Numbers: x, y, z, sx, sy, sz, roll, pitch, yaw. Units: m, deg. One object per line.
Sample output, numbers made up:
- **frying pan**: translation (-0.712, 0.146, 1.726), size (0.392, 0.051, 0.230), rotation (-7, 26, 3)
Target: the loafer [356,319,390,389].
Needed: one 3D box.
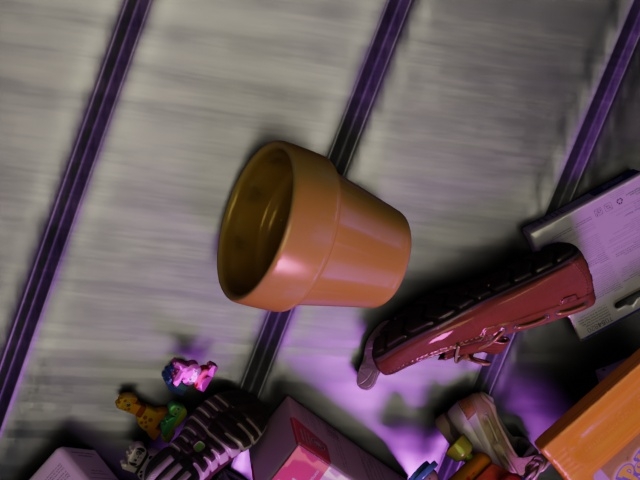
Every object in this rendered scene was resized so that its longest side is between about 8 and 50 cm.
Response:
- **loafer**: translation (0.096, 0.194, 1.774), size (0.045, 0.039, 0.125), rotation (23, 83, 15)

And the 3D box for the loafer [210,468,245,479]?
- **loafer**: translation (-0.090, 0.461, 1.779), size (0.223, 0.076, 0.078), rotation (30, 104, -9)

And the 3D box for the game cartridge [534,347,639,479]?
- **game cartridge**: translation (0.552, 0.354, 1.722), size (0.285, 0.052, 0.323), rotation (-42, 107, 0)

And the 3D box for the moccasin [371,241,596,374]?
- **moccasin**: translation (0.267, 0.135, 1.718), size (0.380, 0.139, 0.147), rotation (-24, 107, -7)

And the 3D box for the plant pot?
- **plant pot**: translation (0.000, 0.000, 1.623), size (0.239, 0.254, 0.254), rotation (17, 99, -26)

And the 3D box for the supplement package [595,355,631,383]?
- **supplement package**: translation (0.594, 0.326, 1.822), size (0.139, 0.134, 0.244), rotation (-22, 104, -4)

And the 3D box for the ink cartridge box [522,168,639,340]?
- **ink cartridge box**: translation (0.488, 0.025, 1.789), size (0.223, 0.045, 0.224), rotation (-28, 105, -1)

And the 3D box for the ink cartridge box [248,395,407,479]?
- **ink cartridge box**: translation (0.030, 0.407, 1.718), size (0.283, 0.207, 0.117), rotation (37, 95, -13)

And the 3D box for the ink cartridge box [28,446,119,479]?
- **ink cartridge box**: translation (-0.370, 0.493, 1.655), size (0.198, 0.115, 0.273), rotation (-47, 66, 3)

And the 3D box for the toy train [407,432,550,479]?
- **toy train**: translation (0.267, 0.372, 1.723), size (0.248, 0.105, 0.143), rotation (-39, 75, -22)

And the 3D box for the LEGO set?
- **LEGO set**: translation (-0.273, 0.266, 1.704), size (0.093, 0.087, 0.227), rotation (28, 97, -28)

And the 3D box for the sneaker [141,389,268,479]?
- **sneaker**: translation (-0.209, 0.358, 1.699), size (0.106, 0.281, 0.162), rotation (44, 130, 12)

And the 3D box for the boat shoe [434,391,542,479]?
- **boat shoe**: translation (0.331, 0.390, 1.808), size (0.103, 0.113, 0.302), rotation (-40, 103, 7)
